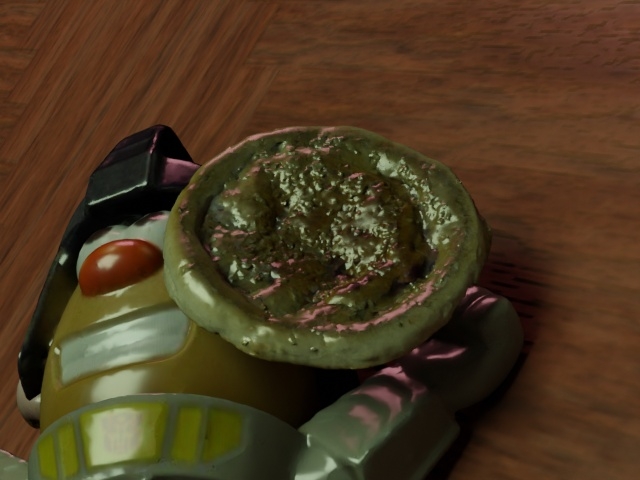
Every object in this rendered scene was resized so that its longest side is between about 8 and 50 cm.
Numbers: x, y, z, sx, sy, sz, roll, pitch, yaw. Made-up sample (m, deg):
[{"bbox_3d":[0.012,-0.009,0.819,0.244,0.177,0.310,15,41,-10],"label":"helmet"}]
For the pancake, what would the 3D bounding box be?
[{"bbox_3d":[0.000,0.000,0.703,0.139,0.022,0.139,0,45,0],"label":"pancake"}]

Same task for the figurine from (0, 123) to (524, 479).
[{"bbox_3d":[-0.065,0.083,0.737,0.309,0.143,0.308,0,45,0],"label":"figurine"}]
